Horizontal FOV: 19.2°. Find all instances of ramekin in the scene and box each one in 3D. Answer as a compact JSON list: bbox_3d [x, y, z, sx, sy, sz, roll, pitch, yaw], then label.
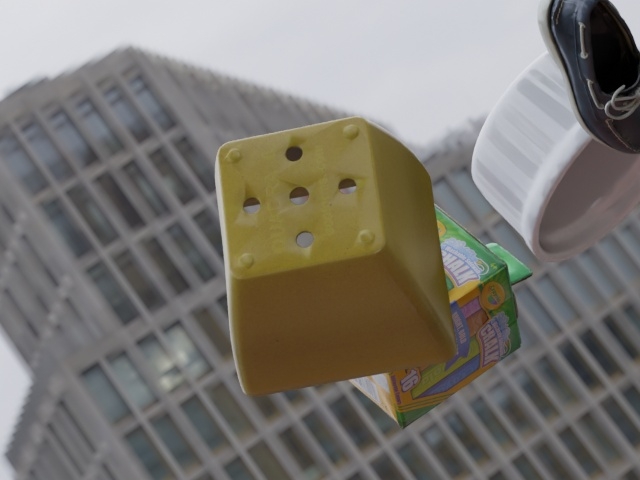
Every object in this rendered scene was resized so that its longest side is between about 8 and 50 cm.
[{"bbox_3d":[0.314,-0.121,2.319,0.277,0.135,0.277,-35,-28,-22],"label":"ramekin"}]

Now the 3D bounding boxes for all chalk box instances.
[{"bbox_3d":[0.119,0.064,1.954,0.213,0.132,0.132,-34,-43,-18],"label":"chalk box"}]

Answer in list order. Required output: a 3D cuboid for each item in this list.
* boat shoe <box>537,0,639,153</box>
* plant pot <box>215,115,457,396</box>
[{"bbox_3d":[0.326,-0.185,2.099,0.095,0.079,0.254,-45,-52,-18],"label":"boat shoe"},{"bbox_3d":[0.000,0.000,1.773,0.212,0.212,0.187,-11,-27,7],"label":"plant pot"}]
